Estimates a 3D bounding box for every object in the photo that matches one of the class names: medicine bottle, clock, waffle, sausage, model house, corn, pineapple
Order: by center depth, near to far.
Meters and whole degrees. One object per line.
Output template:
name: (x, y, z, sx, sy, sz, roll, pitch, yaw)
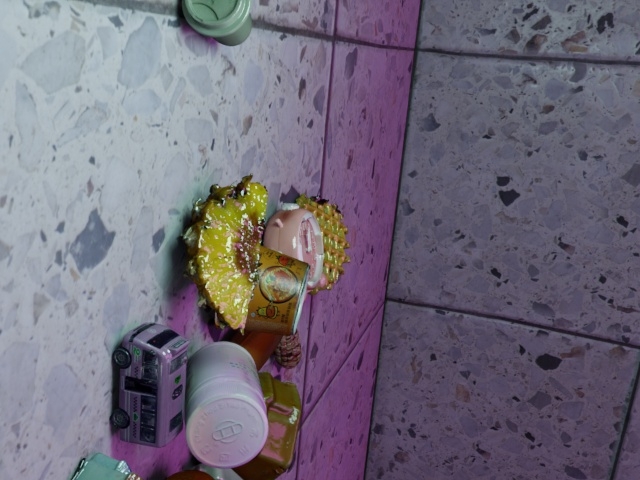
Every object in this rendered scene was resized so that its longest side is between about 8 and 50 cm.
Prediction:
model house: (-0.327, 0.435, 1.026, 0.148, 0.148, 0.119, -60, 155, -46)
medicine bottle: (-0.186, 0.309, 1.245, 0.254, 0.152, 0.152, -131, -133, -74)
pineapple: (-0.212, 0.005, 1.246, 0.161, 0.158, 0.335, 19, 73, -34)
sausage: (-0.177, 0.266, 1.526, 0.328, 0.112, 0.112, -49, 146, -56)
model house: (-0.183, 0.443, 1.542, 0.239, 0.173, 0.268, 32, 51, -33)
clock: (-0.082, 0.024, 1.665, 0.227, 0.142, 0.241, -31, 119, -70)
corn: (-0.102, 0.262, 1.799, 0.253, 0.086, 0.086, 83, 23, -44)
waffle: (0.003, 0.000, 1.912, 0.312, 0.060, 0.307, -37, 119, -57)

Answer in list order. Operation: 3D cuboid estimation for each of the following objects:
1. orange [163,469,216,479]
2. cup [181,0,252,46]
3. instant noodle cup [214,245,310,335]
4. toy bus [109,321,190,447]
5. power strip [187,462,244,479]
orange: (-0.265, 0.545, 1.270, 0.177, 0.155, 0.178, 178, -90, -71)
cup: (-0.171, -0.399, 1.135, 0.141, 0.120, 0.120, 45, 56, -83)
instant noodle cup: (-0.122, 0.111, 1.418, 0.216, 0.172, 0.216, 14, 90, -88)
toy bus: (-0.289, 0.249, 1.113, 0.096, 0.108, 0.199, -32, 130, -69)
power strip: (-0.198, 0.621, 1.518, 0.062, 0.091, 0.385, -110, 173, -48)
